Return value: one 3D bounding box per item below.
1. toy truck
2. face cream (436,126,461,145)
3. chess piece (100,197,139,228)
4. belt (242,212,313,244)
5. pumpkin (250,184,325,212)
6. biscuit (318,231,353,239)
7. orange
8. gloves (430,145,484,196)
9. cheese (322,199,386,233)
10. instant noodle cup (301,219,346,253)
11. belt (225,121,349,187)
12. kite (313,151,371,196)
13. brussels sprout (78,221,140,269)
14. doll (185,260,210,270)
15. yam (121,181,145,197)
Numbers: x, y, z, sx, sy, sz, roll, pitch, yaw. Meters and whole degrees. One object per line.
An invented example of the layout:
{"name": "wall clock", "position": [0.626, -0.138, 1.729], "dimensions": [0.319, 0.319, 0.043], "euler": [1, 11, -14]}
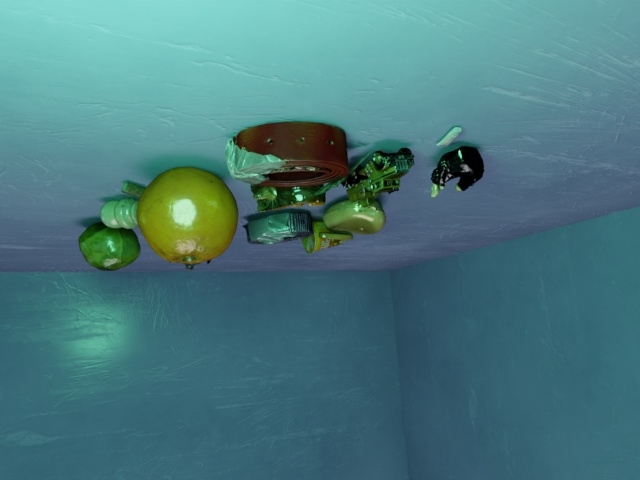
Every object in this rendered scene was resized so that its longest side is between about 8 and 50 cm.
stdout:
{"name": "toy truck", "position": [0.174, -0.191, 1.407], "dimensions": [0.127, 0.127, 0.257], "euler": [-8, 168, -30]}
{"name": "face cream", "position": [0.361, -0.288, 1.287], "dimensions": [0.038, 0.020, 0.115], "euler": [-3, 172, -7]}
{"name": "chess piece", "position": [-0.679, -0.100, 1.656], "dimensions": [0.251, 0.145, 0.144], "euler": [0, 170, 18]}
{"name": "belt", "position": [-0.184, -0.049, 2.067], "dimensions": [0.324, 0.122, 0.260], "euler": [-10, 172, 34]}
{"name": "pumpkin", "position": [-0.109, -0.168, 1.481], "dimensions": [0.247, 0.131, 0.126], "euler": [-9, 177, 0]}
{"name": "biscuit", "position": [0.071, -0.019, 2.039], "dimensions": [0.141, 0.029, 0.220], "euler": [6, -177, 27]}
{"name": "orange", "position": [-0.409, -0.074, 1.425], "dimensions": [0.311, 0.313, 0.312], "euler": [-3, 169, -1]}
{"name": "gloves", "position": [0.412, -0.208, 1.441], "dimensions": [0.164, 0.124, 0.203], "euler": [23, 159, -25]}
{"name": "cheese", "position": [0.156, -0.098, 1.911], "dimensions": [0.259, 0.128, 0.316], "euler": [1, 166, -14]}
{"name": "instant noodle cup", "position": [0.021, -0.029, 2.185], "dimensions": [0.184, 0.169, 0.168], "euler": [-7, 171, -25]}
{"name": "belt", "position": [-0.088, -0.222, 1.233], "dimensions": [0.323, 0.115, 0.227], "euler": [-3, 168, -1]}
{"name": "kite", "position": [0.061, -0.193, 1.360], "dimensions": [0.229, 0.012, 0.250], "euler": [-34, -165, 20]}
{"name": "brussels sprout", "position": [-0.924, 0.021, 1.979], "dimensions": [0.271, 0.210, 0.219], "euler": [3, -164, 33]}
{"name": "doll", "position": [-0.513, -0.010, 1.800], "dimensions": [0.181, 0.258, 0.117], "euler": [6, 158, -39]}
{"name": "yam", "position": [-0.620, -0.168, 1.526], "dimensions": [0.043, 0.043, 0.094], "euler": [-9, 166, 25]}
